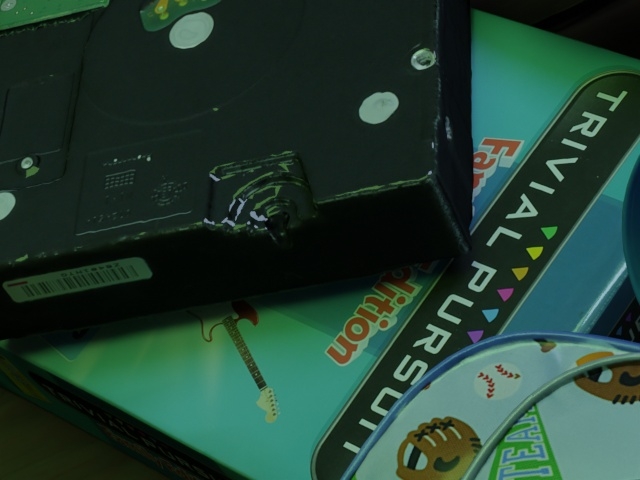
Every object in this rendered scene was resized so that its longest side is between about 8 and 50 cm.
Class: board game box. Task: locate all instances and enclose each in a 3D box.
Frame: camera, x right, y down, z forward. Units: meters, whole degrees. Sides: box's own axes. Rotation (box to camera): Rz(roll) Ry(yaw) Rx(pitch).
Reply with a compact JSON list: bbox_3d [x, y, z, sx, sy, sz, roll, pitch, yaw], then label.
[{"bbox_3d":[0.000,0.000,0.917,0.336,0.079,0.254,22,67,37],"label":"board game box"}]

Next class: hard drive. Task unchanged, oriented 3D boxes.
[{"bbox_3d":[-0.046,-0.117,0.934,0.237,0.064,0.339,-11,50,16],"label":"hard drive"}]

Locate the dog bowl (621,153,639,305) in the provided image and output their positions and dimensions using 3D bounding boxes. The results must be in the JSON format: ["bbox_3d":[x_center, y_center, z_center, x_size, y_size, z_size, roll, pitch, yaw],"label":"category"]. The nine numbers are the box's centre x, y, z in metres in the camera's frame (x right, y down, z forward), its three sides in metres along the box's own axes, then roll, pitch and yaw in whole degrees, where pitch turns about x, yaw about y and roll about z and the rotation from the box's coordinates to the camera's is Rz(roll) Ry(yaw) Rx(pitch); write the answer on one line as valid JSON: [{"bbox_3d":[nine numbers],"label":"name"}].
[{"bbox_3d":[0.262,0.005,0.705,0.297,0.166,0.074,13,39,24],"label":"dog bowl"}]

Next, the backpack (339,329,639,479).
[{"bbox_3d":[0.113,0.157,0.640,0.263,0.213,0.276,16,62,28],"label":"backpack"}]
